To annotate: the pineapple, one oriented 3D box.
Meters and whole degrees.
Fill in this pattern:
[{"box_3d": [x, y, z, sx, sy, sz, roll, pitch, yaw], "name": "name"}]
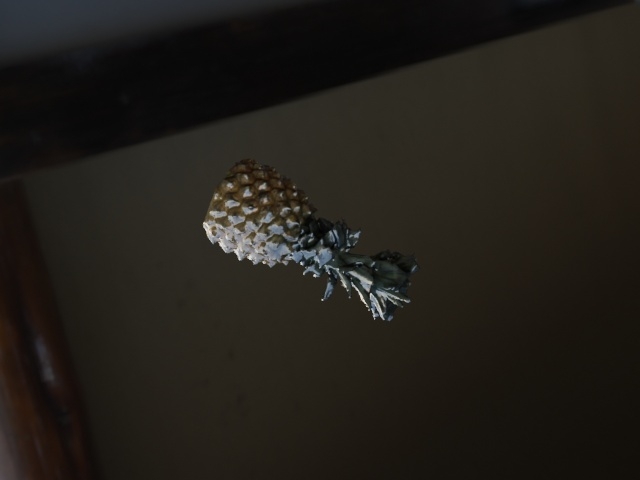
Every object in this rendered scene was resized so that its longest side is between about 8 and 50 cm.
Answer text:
[{"box_3d": [0.000, 0.000, 0.663, 0.124, 0.058, 0.058, 24, -160, 15], "name": "pineapple"}]
